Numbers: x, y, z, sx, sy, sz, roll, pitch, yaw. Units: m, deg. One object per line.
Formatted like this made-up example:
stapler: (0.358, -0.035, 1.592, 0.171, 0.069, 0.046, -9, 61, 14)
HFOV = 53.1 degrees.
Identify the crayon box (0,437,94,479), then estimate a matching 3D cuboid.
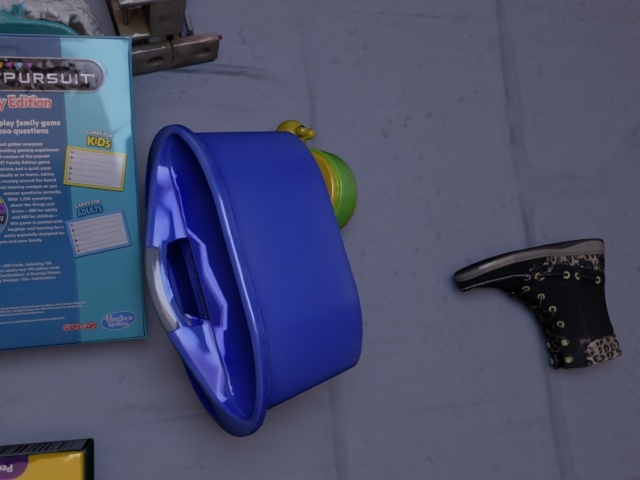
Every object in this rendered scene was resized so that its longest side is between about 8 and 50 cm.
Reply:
crayon box: (-0.418, 0.378, 0.633, 0.363, 0.106, 0.312, 0, 81, -15)

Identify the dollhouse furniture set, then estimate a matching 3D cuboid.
dollhouse furniture set: (-0.195, -0.307, 0.783, 0.129, 0.184, 0.129, -16, 84, -18)

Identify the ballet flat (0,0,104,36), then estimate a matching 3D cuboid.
ballet flat: (-0.466, -0.259, 0.747, 0.409, 0.147, 0.146, 2, 79, -18)

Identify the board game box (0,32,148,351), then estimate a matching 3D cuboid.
board game box: (-0.330, -0.051, 0.706, 0.254, 0.079, 0.335, -3, 97, -16)

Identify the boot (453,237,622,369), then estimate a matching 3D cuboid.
boot: (0.313, 0.097, 0.900, 0.237, 0.085, 0.178, -9, 84, -17)

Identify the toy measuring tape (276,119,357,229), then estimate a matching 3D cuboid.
toy measuring tape: (0.000, 0.000, 0.811, 0.122, 0.121, 0.329, -8, 81, -17)

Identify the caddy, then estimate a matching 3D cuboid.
caddy: (-0.102, 0.037, 0.708, 0.179, 0.241, 0.341, -12, 82, -32)
